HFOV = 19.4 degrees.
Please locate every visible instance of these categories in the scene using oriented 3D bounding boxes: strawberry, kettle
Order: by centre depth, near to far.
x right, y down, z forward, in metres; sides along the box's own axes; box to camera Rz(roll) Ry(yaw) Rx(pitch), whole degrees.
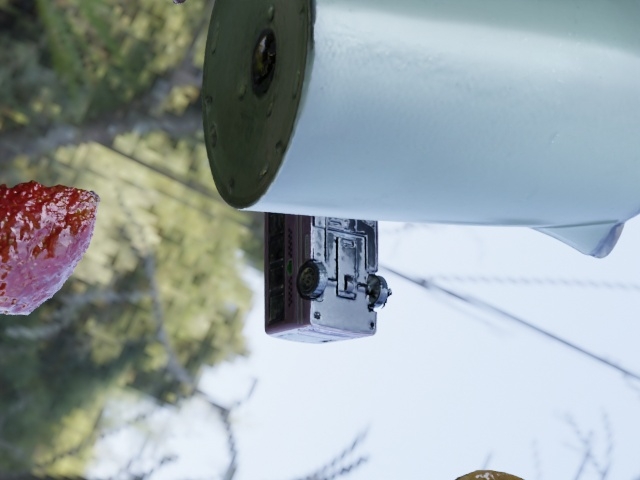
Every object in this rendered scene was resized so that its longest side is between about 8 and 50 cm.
[{"bbox_3d":[0.081,-0.115,1.071,0.165,0.255,0.240,-145,-118,-67],"label":"kettle"},{"bbox_3d":[-0.304,0.013,1.942,0.187,0.146,0.082,-32,-136,0],"label":"strawberry"}]

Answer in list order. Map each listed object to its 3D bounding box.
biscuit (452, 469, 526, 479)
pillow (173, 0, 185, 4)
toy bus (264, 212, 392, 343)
[{"bbox_3d":[0.185,0.287,1.827,0.029,0.221,0.142,-49,-134,35],"label":"biscuit"},{"bbox_3d":[-0.078,-0.290,1.565,0.185,0.118,0.043,-31,-148,5],"label":"pillow"},{"bbox_3d":[0.000,0.000,1.845,0.108,0.096,0.199,-18,-113,49],"label":"toy bus"}]
